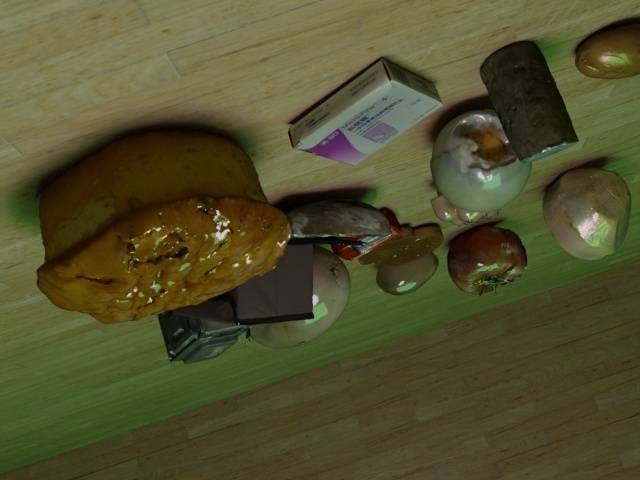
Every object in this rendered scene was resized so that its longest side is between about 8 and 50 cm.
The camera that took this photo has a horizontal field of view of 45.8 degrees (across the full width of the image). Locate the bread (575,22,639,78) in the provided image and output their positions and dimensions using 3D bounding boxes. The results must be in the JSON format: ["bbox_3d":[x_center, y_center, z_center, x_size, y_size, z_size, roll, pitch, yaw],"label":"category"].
[{"bbox_3d":[0.523,-0.316,1.282,0.189,0.077,0.114,-11,156,-15],"label":"bread"}]

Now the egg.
[{"bbox_3d":[0.292,-0.138,1.394,0.183,0.183,0.217,-17,161,-5],"label":"egg"}]

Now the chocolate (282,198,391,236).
[{"bbox_3d":[0.016,-0.044,1.541,0.253,0.080,0.157,-2,-179,-25],"label":"chocolate"}]

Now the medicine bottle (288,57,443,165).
[{"bbox_3d":[0.071,-0.201,1.215,0.201,0.052,0.171,-31,157,29],"label":"medicine bottle"}]

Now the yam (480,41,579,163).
[{"bbox_3d":[0.335,-0.212,1.210,0.107,0.194,0.107,-15,159,-6],"label":"yam"}]

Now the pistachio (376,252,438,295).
[{"bbox_3d":[0.246,0.089,2.139,0.185,0.126,0.108,-23,-156,2],"label":"pistachio"}]

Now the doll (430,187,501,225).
[{"bbox_3d":[0.348,-0.094,1.711,0.154,0.119,0.278,-24,171,19],"label":"doll"}]

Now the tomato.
[{"bbox_3d":[0.441,0.054,2.108,0.155,0.181,0.214,6,146,-42],"label":"tomato"}]

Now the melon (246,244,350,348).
[{"bbox_3d":[-0.066,0.131,1.755,0.223,0.223,0.317,-1,155,-41],"label":"melon"}]

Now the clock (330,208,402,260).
[{"bbox_3d":[0.107,-0.016,1.765,0.155,0.061,0.113,-27,160,15],"label":"clock"}]

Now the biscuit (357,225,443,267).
[{"bbox_3d":[0.200,0.015,1.965,0.288,0.044,0.202,3,151,-45],"label":"biscuit"}]

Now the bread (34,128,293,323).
[{"bbox_3d":[-0.244,-0.011,1.203,0.398,0.215,0.398,-17,161,-6],"label":"bread"}]

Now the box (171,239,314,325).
[{"bbox_3d":[-0.157,0.077,1.497,0.188,0.153,0.252,-1,180,-37],"label":"box"}]

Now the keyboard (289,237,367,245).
[{"bbox_3d":[0.000,0.002,1.635,0.196,0.015,0.074,3,-175,34],"label":"keyboard"}]

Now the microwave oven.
[{"bbox_3d":[-0.269,0.168,1.727,0.145,0.194,0.240,-5,159,-32],"label":"microwave oven"}]

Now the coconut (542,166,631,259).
[{"bbox_3d":[0.667,-0.065,1.911,0.197,0.237,0.237,-6,159,-19],"label":"coconut"}]
